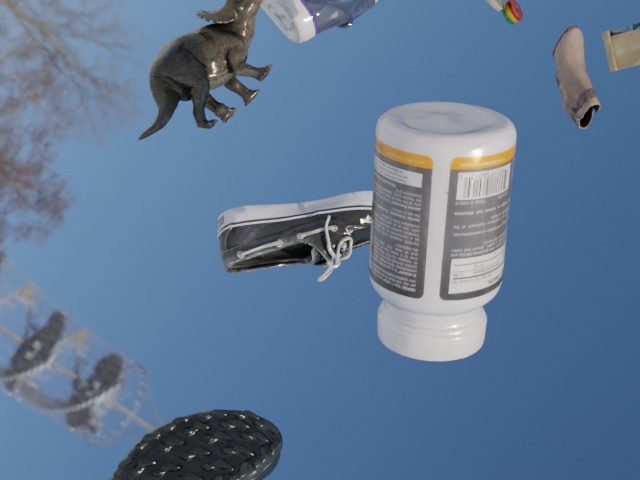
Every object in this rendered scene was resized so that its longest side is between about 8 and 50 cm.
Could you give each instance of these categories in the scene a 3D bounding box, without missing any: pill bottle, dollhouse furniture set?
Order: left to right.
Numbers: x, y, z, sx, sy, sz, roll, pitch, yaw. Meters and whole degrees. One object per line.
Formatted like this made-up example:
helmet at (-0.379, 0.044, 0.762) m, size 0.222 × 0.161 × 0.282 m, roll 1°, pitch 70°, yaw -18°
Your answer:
pill bottle at (0.138, -0.011, 1.292) m, size 0.162 × 0.162 × 0.278 m, roll -129°, pitch -142°, yaw -60°
dollhouse furniture set at (0.519, -0.377, 1.747) m, size 0.129 × 0.184 × 0.129 m, roll -11°, pitch -173°, yaw 32°

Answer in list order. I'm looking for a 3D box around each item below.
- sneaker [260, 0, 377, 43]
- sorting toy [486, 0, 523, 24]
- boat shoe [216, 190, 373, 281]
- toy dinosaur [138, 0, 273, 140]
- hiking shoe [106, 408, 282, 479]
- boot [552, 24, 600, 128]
sneaker at (-0.024, -0.498, 1.840) m, size 0.236 × 0.323 × 0.130 m, roll -33°, pitch 165°, yaw -13°
sorting toy at (0.300, -0.522, 2.055) m, size 0.046 × 0.274 × 0.132 m, roll -27°, pitch -127°, yaw 31°
boat shoe at (0.000, -0.002, 1.661) m, size 0.113 × 0.306 × 0.105 m, roll 107°, pitch -24°, yaw -59°
toy dinosaur at (-0.181, -0.258, 1.663) m, size 0.313 × 0.160 × 0.121 m, roll -45°, pitch 178°, yaw -17°
hiking shoe at (-0.177, 0.291, 1.208) m, size 0.304 × 0.132 × 0.113 m, roll -27°, pitch -127°, yaw -14°
boot at (0.325, -0.200, 1.382) m, size 0.042 × 0.118 × 0.087 m, roll -18°, pitch -121°, yaw -4°
